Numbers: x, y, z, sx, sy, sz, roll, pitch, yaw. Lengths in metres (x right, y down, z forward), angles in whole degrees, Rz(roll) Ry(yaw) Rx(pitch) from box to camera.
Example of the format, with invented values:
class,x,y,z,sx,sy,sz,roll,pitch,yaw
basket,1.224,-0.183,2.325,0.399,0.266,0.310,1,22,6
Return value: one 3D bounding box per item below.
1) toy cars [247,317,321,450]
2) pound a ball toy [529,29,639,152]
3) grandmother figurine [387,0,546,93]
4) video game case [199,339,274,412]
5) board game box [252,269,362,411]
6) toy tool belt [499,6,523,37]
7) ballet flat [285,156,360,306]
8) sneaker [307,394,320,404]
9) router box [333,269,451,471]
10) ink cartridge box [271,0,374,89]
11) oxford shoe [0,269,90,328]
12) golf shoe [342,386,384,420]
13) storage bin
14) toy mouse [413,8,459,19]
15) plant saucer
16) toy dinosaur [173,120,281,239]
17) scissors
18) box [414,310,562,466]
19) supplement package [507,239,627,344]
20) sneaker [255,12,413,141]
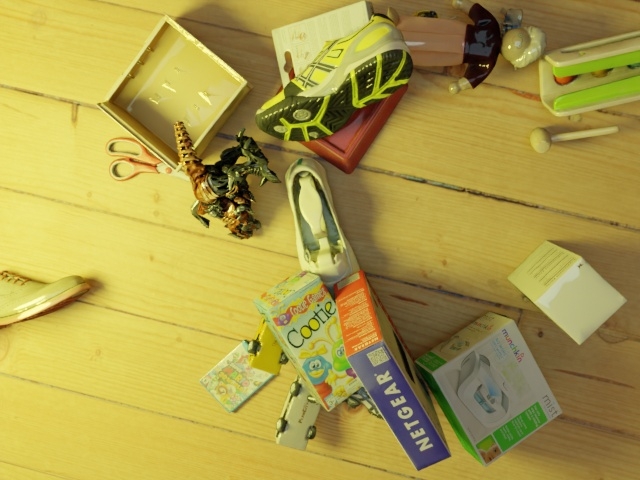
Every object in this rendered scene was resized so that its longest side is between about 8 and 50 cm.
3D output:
class,x,y,z,sx,sy,sz,roll,pitch,yaw
toy cars,-0.085,0.323,1.466,0.176,0.087,0.394,-21,100,-19
pound a ball toy,0.614,-0.339,1.307,0.319,0.136,0.208,-12,122,7
grandmother figurine,0.315,-0.427,1.288,0.342,0.104,0.208,3,107,7
video game case,-0.215,0.352,1.518,0.166,0.015,0.119,-42,92,9
board game box,-0.015,0.225,1.362,0.142,0.144,0.275,-33,104,-15
toy tool belt,0.425,-0.482,1.330,0.051,0.052,0.083,12,123,16
ballet flat,0.000,0.000,1.392,0.139,0.139,0.400,-15,97,7
sneaker,0.007,0.382,1.444,0.083,0.031,0.035,4,55,-10
router box,0.150,0.275,1.290,0.082,0.301,0.335,-27,113,8
ink cartridge box,0.021,-0.416,1.335,0.232,0.066,0.189,-8,98,27
oxford shoe,-0.778,0.138,1.479,0.397,0.140,0.146,-17,89,5
golf shoe,0.138,0.383,1.462,0.198,0.077,0.094,19,99,1
storage bin,-0.339,-0.345,1.376,0.260,0.123,0.262,40,100,-2
toy mouse,0.224,-0.457,1.356,0.161,0.031,0.143,11,99,4
plant saucer,0.032,-0.330,1.385,0.259,0.048,0.258,34,99,0
toy dinosaur,-0.219,-0.134,1.344,0.218,0.322,0.164,-33,59,2
scissors,-0.390,-0.188,1.453,0.297,0.021,0.109,7,97,5
box,0.391,0.341,1.378,0.231,0.127,0.262,-30,98,-8
supplement package,0.533,0.106,1.302,0.139,0.244,0.134,43,99,-1
sneaker,0.021,-0.338,1.270,0.384,0.145,0.147,-21,61,28
